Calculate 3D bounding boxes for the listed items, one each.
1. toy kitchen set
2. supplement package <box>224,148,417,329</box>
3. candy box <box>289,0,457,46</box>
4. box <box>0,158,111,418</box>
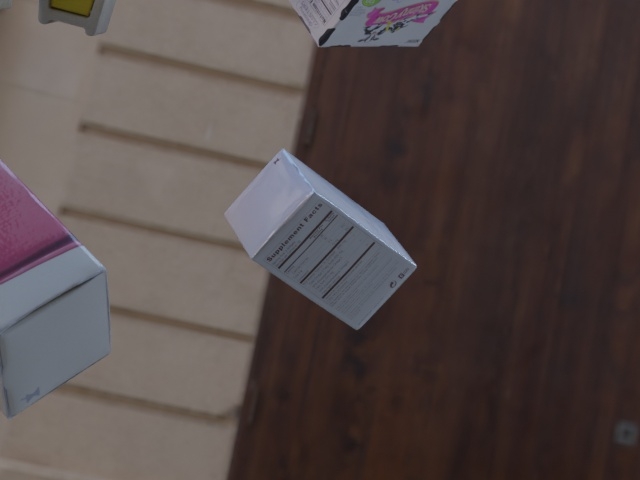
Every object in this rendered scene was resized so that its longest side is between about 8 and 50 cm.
[{"bbox_3d":[-0.319,-0.284,1.496,0.166,0.122,0.207,16,16,10],"label":"toy kitchen set"},{"bbox_3d":[0.000,0.000,1.603,0.179,0.105,0.105,36,12,-35],"label":"supplement package"},{"bbox_3d":[0.088,-0.287,1.471,0.164,0.070,0.196,-9,-30,-46],"label":"candy box"},{"bbox_3d":[-0.322,0.028,1.392,0.232,0.127,0.149,43,-31,24],"label":"box"}]
